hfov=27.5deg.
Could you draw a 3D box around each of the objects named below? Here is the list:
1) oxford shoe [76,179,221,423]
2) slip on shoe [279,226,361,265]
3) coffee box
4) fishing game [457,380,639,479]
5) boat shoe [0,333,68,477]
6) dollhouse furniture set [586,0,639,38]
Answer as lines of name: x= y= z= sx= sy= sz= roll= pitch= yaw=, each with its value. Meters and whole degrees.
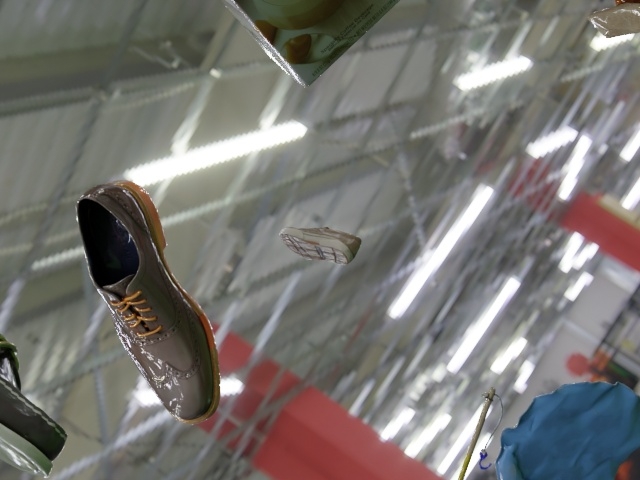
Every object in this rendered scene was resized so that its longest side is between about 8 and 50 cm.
oxford shoe: x=-0.252 y=0.094 z=1.818 sx=0.130 sy=0.363 sz=0.133 roll=-26 pitch=-1 yaw=16
slip on shoe: x=0.000 y=0.000 z=1.902 sx=0.041 sy=0.135 sz=0.051 roll=-50 pitch=-49 yaw=-28
coffee box: x=-0.048 y=-0.281 z=1.241 sx=0.141 sy=0.098 sz=0.246 roll=-44 pitch=-46 yaw=2
fishing game: x=0.283 y=0.227 z=1.485 sx=0.041 sy=0.264 sz=0.189 roll=-114 pitch=28 yaw=-54
boat shoe: x=-0.247 y=0.078 z=0.881 sx=0.068 sy=0.228 sz=0.081 roll=-48 pitch=-30 yaw=-24
dollhouse furniture set: x=0.408 y=-0.343 z=1.561 sx=0.135 sy=0.259 sz=0.262 roll=-1 pitch=54 yaw=58
